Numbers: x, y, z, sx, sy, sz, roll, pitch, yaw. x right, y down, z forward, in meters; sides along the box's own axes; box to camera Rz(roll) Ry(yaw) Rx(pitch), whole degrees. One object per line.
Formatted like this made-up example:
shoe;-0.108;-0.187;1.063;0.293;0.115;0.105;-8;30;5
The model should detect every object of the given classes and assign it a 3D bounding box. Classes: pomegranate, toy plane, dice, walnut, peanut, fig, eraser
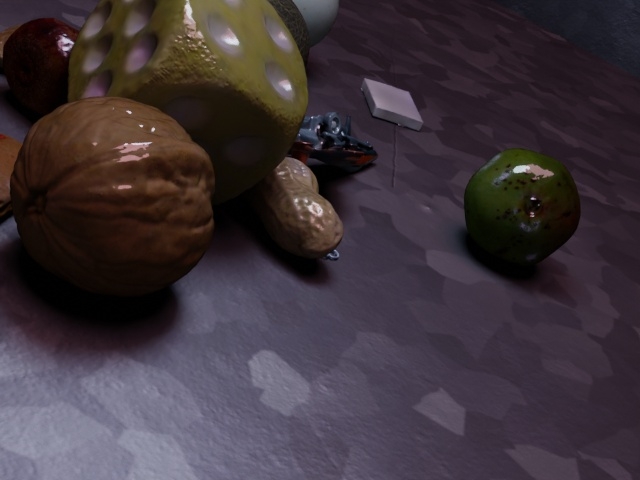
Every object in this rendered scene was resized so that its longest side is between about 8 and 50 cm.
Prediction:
pomegranate;0.310;-0.055;1.493;0.181;0.182;0.224;25;8;3
toy plane;0.008;-0.149;1.479;0.222;0.105;0.326;6;12;33
dice;-0.169;-0.203;1.221;0.233;0.226;0.238;30;37;-41
walnut;-0.214;-0.047;1.021;0.228;0.228;0.228;18;28;-10
peanut;-0.041;-0.048;1.276;0.098;0.090;0.214;-2;38;-31
fig;-0.341;-0.236;1.350;0.201;0.134;0.146;2;50;-56
eraser;0.139;-0.270;1.881;0.103;0.023;0.150;15;28;-16

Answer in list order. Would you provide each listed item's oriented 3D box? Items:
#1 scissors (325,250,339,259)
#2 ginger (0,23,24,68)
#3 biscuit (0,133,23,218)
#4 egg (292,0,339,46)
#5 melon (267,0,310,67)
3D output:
scissors;0.000;0.000;1.313;0.036;0.006;0.083;11;30;-28
ginger;-0.454;-0.274;1.386;0.165;0.067;0.096;-26;53;-40
biscuit;-0.450;-0.124;1.132;0.277;0.052;0.262;28;28;8
egg;-0.139;-0.462;1.780;0.370;0.230;0.230;3;33;-27
melon;-0.164;-0.305;1.475;0.301;0.238;0.237;-2;37;-36
